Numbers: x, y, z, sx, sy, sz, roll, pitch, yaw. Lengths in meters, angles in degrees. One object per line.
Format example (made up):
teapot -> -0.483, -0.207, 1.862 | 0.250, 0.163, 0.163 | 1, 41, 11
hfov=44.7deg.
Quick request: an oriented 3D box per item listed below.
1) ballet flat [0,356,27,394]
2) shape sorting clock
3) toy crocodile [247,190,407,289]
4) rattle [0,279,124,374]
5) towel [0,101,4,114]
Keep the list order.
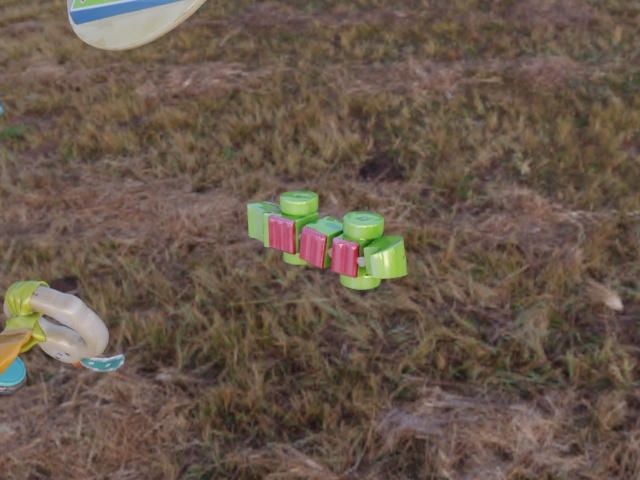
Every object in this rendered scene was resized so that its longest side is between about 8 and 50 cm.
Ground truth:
ballet flat -> -0.540, 0.147, 1.081 | 0.280, 0.096, 0.095 | 33, 27, -1
shape sorting clock -> -0.144, -0.256, 0.686 | 0.206, 0.040, 0.206 | -11, 64, 23
toy crocodile -> 0.000, 0.000, 1.253 | 0.340, 0.115, 0.105 | 19, 27, 37
rattle -> -0.311, 0.148, 0.904 | 0.130, 0.200, 0.143 | 3, 53, -1
towel -> -0.440, -0.067, 0.639 | 0.370, 0.040, 0.271 | -34, 37, -10
